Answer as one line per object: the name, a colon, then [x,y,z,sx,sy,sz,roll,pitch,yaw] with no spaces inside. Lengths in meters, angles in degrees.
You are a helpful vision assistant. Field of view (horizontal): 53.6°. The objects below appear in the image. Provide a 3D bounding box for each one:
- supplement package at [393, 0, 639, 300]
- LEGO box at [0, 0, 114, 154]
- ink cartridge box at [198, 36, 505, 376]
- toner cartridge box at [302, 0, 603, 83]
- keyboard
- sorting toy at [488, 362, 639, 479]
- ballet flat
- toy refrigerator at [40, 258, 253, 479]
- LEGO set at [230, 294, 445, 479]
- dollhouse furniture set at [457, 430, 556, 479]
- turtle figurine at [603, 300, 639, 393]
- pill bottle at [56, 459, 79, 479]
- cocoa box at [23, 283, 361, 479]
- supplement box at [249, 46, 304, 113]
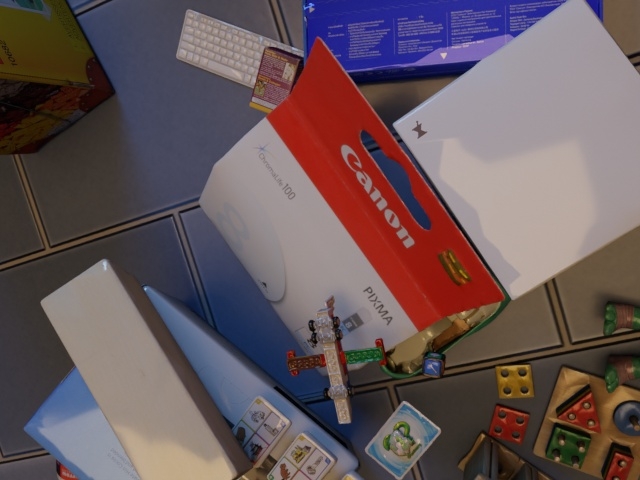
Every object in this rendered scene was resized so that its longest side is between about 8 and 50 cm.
supplement package: [0.227,-0.076,0.672,0.199,0.262,0.198,-34,80,11]
LEGO box: [-0.555,-0.370,0.826,0.193,0.372,0.501,-28,90,19]
ink cartridge box: [0.000,0.000,0.741,0.091,0.385,0.308,-34,87,-23]
toner cartridge box: [0.152,-0.289,0.774,0.347,0.075,0.165,0,92,16]
keyboard: [-0.087,-0.250,0.892,0.255,0.014,0.072,24,105,12]
sorting toy: [0.353,0.246,0.825,0.274,0.046,0.133,17,103,14]
ballet flat: [0.170,0.103,0.834,0.247,0.087,0.083,-44,85,18]
toy refrigerator: [-0.190,0.162,0.693,0.094,0.102,0.270,-35,76,-7]
LEGO set: [0.029,0.187,0.699,0.182,0.060,0.244,38,107,11]
dollhouse furniture set: [0.219,0.385,0.844,0.128,0.129,0.184,32,106,9]
turtle figurine: [0.460,0.131,0.738,0.234,0.118,0.176,-1,84,32]
pill bottle: [-0.370,0.332,1.024,0.108,0.108,0.194,6,101,16]
cocoa box: [-0.154,0.263,0.847,0.347,0.231,0.228,38,81,7]
supplement box: [-0.056,-0.214,0.862,0.054,0.043,0.083,24,111,12]
